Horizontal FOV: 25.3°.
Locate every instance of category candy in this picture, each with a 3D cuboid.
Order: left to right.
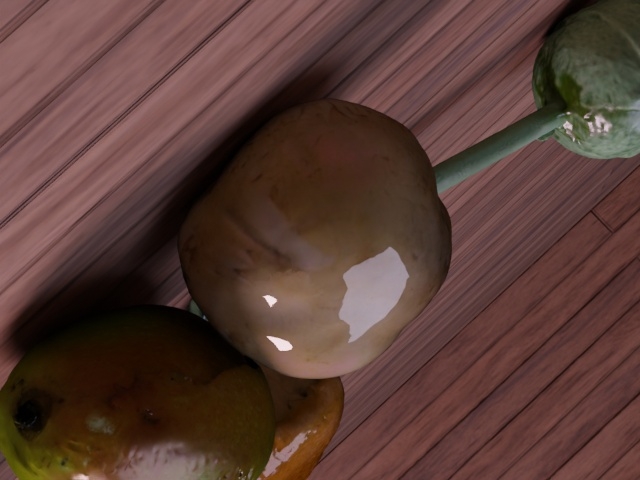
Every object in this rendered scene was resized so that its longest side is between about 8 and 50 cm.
[{"bbox_3d":[0.095,-0.048,0.969,0.440,0.119,0.119,-30,165,-26],"label":"candy"}]

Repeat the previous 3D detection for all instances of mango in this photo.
[{"bbox_3d":[-0.082,0.091,0.736,0.111,0.125,0.233,-48,165,4],"label":"mango"}]

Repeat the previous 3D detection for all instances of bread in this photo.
[{"bbox_3d":[-0.066,0.137,0.972,0.174,0.121,0.245,-33,168,-9],"label":"bread"}]

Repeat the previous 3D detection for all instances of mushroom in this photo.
[{"bbox_3d":[0.000,0.000,0.714,0.148,0.148,0.112,-44,-151,7],"label":"mushroom"}]
